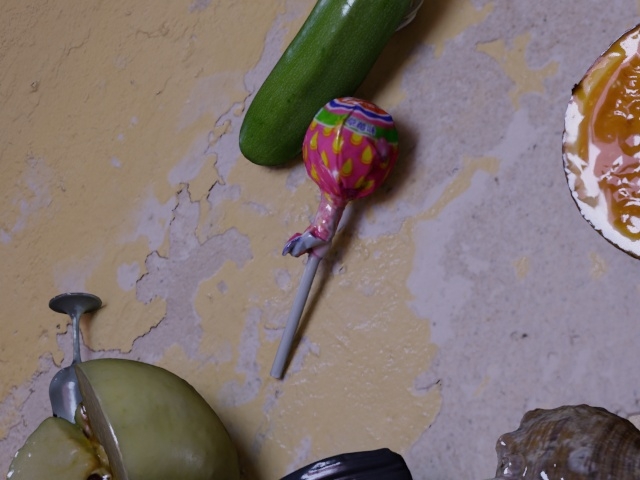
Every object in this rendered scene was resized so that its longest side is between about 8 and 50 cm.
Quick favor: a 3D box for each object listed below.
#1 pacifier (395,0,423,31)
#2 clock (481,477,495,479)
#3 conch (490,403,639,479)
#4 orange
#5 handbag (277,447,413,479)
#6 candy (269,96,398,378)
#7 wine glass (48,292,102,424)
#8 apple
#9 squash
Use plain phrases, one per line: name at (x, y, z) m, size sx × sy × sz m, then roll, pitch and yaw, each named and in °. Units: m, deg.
pacifier at (0.090, -0.302, 1.693) m, size 0.083 × 0.064 × 0.068 m, roll -18°, pitch 37°, yaw 32°
clock at (0.186, 0.368, 1.388) m, size 0.170 × 0.069 × 0.232 m, roll -17°, pitch 66°, yaw 31°
conch at (0.258, 0.308, 1.182) m, size 0.352 × 0.210 × 0.297 m, roll -162°, pitch 58°, yaw -70°
orange at (0.395, -0.089, 1.276) m, size 0.310 × 0.274 × 0.274 m, roll 6°, pitch 76°, yaw 3°
handbag at (-0.002, 0.390, 1.408) m, size 0.275 × 0.178 × 0.302 m, roll -48°, pitch 45°, yaw 47°
candy at (0.000, 0.000, 1.650) m, size 0.124 × 0.124 × 0.365 m, roll 26°, pitch 101°, yaw 40°
wine glass at (-0.339, 0.176, 1.842) m, size 0.079 × 0.079 × 0.195 m, roll -22°, pitch 61°, yaw 30°
apple at (-0.229, 0.292, 1.622) m, size 0.295 × 0.233 × 0.258 m, roll -64°, pitch 35°, yaw 14°
squash at (0.013, -0.236, 1.668) m, size 0.395 × 0.107 × 0.107 m, roll -53°, pitch 50°, yaw 26°
